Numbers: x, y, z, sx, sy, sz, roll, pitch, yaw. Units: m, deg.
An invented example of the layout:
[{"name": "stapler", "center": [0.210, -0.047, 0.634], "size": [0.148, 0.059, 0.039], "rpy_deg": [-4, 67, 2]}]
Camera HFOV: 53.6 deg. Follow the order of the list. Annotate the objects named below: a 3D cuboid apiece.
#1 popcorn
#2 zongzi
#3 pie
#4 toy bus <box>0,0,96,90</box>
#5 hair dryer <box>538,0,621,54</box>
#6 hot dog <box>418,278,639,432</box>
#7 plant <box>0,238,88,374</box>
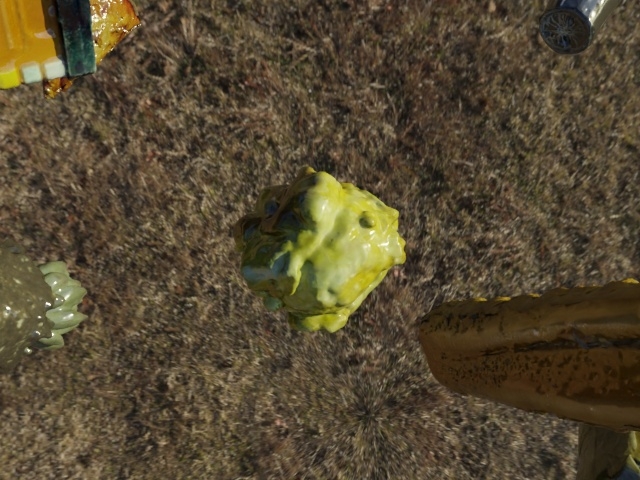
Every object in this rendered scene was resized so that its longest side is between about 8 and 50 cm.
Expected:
[{"name": "popcorn", "center": [0.004, 0.010, 1.210], "size": [0.312, 0.312, 0.312], "rpy_deg": [-1, 74, 4]}, {"name": "zongzi", "center": [0.467, 0.303, 1.013], "size": [0.174, 0.356, 0.392], "rpy_deg": [-40, 57, 29]}, {"name": "pie", "center": [-0.304, -0.271, 0.832], "size": [0.033, 0.088, 0.191], "rpy_deg": [19, 57, 25]}, {"name": "toy bus", "center": [-0.196, -0.160, 0.305], "size": [0.114, 0.098, 0.201], "rpy_deg": [-23, 57, -29]}, {"name": "hair dryer", "center": [0.200, -0.233, 0.348], "size": [0.075, 0.219, 0.195], "rpy_deg": [29, 68, 11]}, {"name": "hot dog", "center": [0.164, 0.064, 0.368], "size": [0.068, 0.289, 0.083], "rpy_deg": [-7, 87, -28]}, {"name": "plant", "center": [-0.374, 0.080, 0.729], "size": [0.132, 0.194, 0.129], "rpy_deg": [-40, 76, 17]}]
